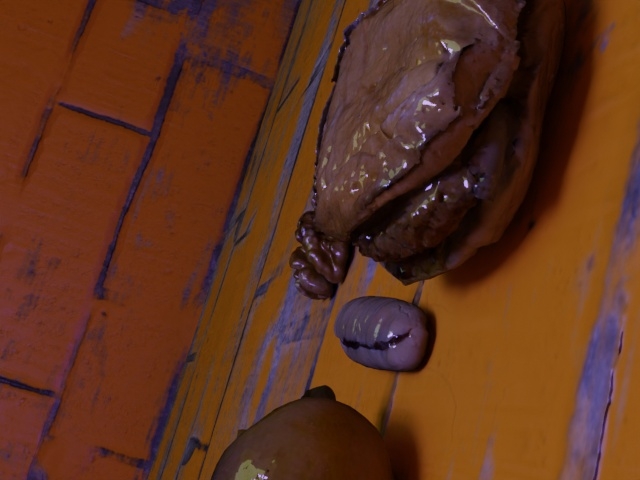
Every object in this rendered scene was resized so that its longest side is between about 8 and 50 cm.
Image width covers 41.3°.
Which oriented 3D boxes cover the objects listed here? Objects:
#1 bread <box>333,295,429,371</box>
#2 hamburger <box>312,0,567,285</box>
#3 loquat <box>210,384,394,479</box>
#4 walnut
[{"bbox_3d":[0.051,0.089,0.831,0.214,0.053,0.073,177,108,-77],"label":"bread"},{"bbox_3d":[0.096,-0.106,0.709,0.259,0.144,0.283,-25,42,59],"label":"hamburger"},{"bbox_3d":[-0.015,0.206,0.709,0.204,0.149,0.172,-71,5,-49],"label":"loquat"},{"bbox_3d":[0.000,0.000,1.172,0.170,0.069,0.143,-87,21,-45],"label":"walnut"}]
